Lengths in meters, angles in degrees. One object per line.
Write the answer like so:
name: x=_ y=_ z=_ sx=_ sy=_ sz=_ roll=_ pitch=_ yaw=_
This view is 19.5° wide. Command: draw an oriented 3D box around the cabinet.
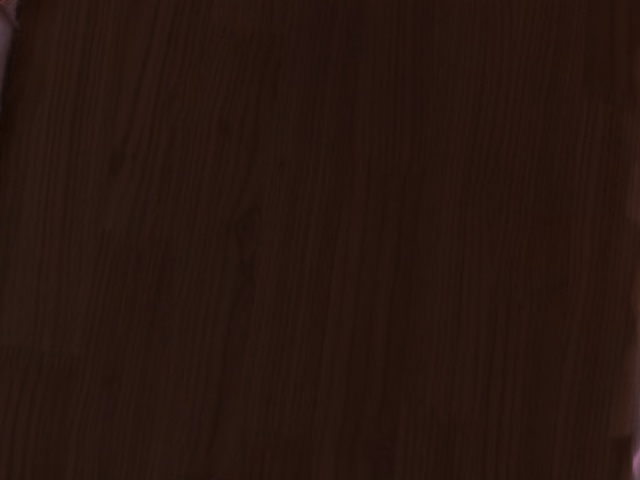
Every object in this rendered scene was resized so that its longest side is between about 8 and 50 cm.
cabinet: x=0.000 y=0.000 z=0.575 sx=0.227 sy=0.318 sz=0.290 roll=119 pitch=158 yaw=-72
